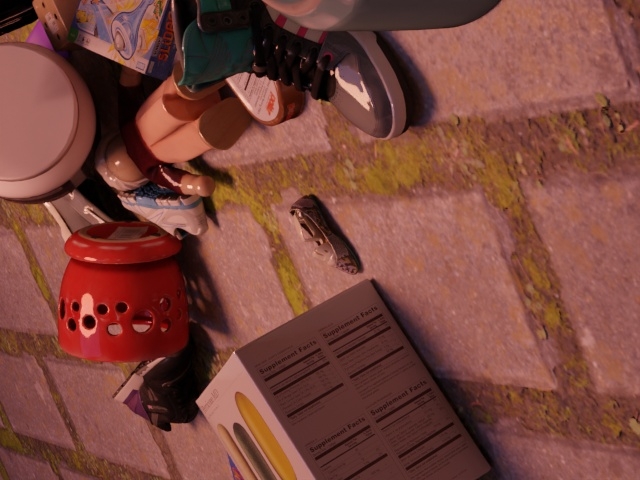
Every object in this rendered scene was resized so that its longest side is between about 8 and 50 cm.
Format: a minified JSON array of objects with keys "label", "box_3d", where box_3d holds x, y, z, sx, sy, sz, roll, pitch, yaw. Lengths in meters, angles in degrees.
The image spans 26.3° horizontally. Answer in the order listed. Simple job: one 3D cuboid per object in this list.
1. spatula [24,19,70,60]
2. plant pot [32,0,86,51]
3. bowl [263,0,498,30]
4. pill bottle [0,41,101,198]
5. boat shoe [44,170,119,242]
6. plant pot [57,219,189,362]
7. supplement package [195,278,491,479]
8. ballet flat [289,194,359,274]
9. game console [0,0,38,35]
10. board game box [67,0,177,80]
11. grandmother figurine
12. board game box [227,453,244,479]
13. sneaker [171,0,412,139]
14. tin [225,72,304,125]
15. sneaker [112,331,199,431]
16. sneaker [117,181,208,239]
[{"label":"spatula","box_3d":[-0.383,-0.329,1.986,0.084,0.030,0.296,56,151,11]},{"label":"plant pot","box_3d":[-0.318,-0.308,1.823,0.109,0.096,0.109,-13,102,62]},{"label":"bowl","box_3d":[0.014,-0.309,1.194,0.311,0.163,0.311,39,144,37]},{"label":"pill bottle","box_3d":[-0.409,-0.159,1.878,0.210,0.210,0.363,64,173,-3]},{"label":"boat shoe","box_3d":[-0.379,-0.077,2.167,0.099,0.116,0.319,-45,60,16]},{"label":"plant pot","box_3d":[-0.288,0.068,1.987,0.191,0.191,0.174,18,113,53]},{"label":"supplement package","box_3d":[0.020,0.227,1.612,0.263,0.198,0.199,57,152,11]},{"label":"ballet flat","box_3d":[0.000,0.000,1.618,0.114,0.041,0.041,55,151,14]},{"label":"game console","box_3d":[-0.532,-0.369,1.953,0.361,0.044,0.213,-17,75,28]},{"label":"board game box","box_3d":[-0.232,-0.286,1.689,0.201,0.035,0.136,27,100,48]},{"label":"grandmother figurine","box_3d":[-0.213,-0.143,1.793,0.342,0.104,0.208,-27,82,60]},{"label":"board game box","box_3d":[-0.003,0.359,1.897,0.347,0.078,0.233,27,136,48]},{"label":"sneaker","box_3d":[-0.055,-0.190,1.395,0.295,0.178,0.124,48,149,25]},{"label":"tin","box_3d":[-0.086,-0.215,1.581,0.190,0.040,0.106,54,155,16]},{"label":"sneaker","box_3d":[-0.228,0.223,2.169,0.124,0.107,0.283,41,151,-2]},{"label":"sneaker","box_3d":[-0.219,-0.040,1.926,0.190,0.071,0.083,14,132,55]}]
